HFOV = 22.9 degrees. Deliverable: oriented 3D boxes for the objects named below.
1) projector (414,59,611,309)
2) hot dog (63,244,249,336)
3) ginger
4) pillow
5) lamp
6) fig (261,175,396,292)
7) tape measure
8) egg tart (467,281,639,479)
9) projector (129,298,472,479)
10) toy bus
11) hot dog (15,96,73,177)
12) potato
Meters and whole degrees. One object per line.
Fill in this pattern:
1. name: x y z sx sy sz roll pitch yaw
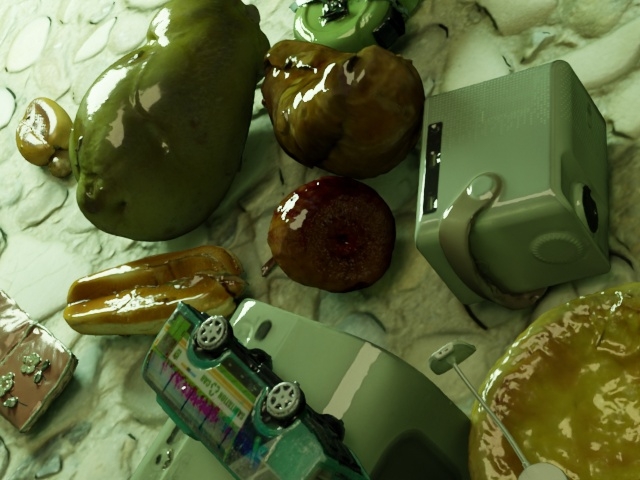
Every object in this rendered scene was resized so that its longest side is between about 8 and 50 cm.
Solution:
1. projector: 0.207 -0.051 1.688 0.177 0.163 0.242 -14 48 27
2. hot dog: -0.207 0.069 1.951 0.270 0.072 0.109 -10 53 27
3. ginger: 0.022 -0.150 1.864 0.165 0.172 0.321 -29 18 -18
4. pillow: -0.399 0.155 2.041 0.126 0.043 0.232 -52 45 -6
5. lamp: 0.170 0.175 1.473 0.050 0.056 0.198 -37 61 7
6. fig: 0.000 0.000 1.845 0.133 0.146 0.201 -68 13 -13
7. tape measure: 0.038 -0.287 2.022 0.178 0.087 0.154 -15 53 28
8. egg tart: 0.296 0.186 1.483 0.319 0.128 0.318 -17 54 24
9. projector: -0.011 0.234 1.573 0.249 0.248 0.249 19 72 41
10. toy bus: -0.063 0.155 1.432 0.109 0.091 0.262 -52 45 1
11. hot dog: -0.384 -0.145 2.235 0.090 0.060 0.140 -49 39 1
12. potato: -0.187 -0.163 2.004 0.218 0.202 0.351 28 80 47
